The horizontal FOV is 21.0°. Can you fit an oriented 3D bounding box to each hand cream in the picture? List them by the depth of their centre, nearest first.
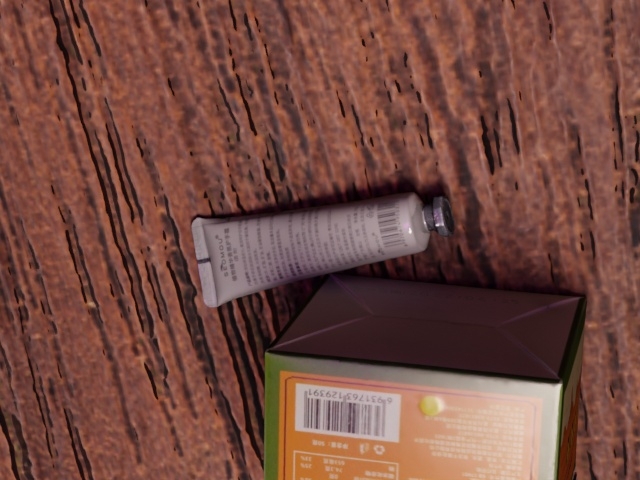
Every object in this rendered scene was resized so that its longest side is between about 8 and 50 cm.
[{"bbox_3d":[0.000,0.000,1.232,0.194,0.042,0.067,-11,92,21],"label":"hand cream"}]

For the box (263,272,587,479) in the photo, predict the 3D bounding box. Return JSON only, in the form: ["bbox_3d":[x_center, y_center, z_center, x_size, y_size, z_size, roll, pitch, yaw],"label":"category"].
[{"bbox_3d":[0.075,0.122,1.176,0.194,0.177,0.148,4,106,12],"label":"box"}]
